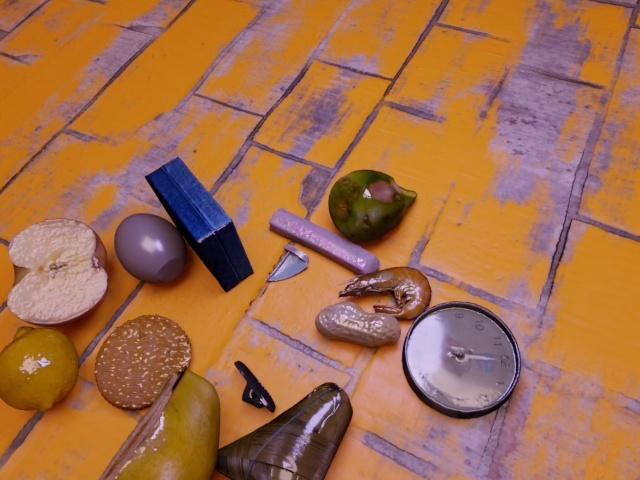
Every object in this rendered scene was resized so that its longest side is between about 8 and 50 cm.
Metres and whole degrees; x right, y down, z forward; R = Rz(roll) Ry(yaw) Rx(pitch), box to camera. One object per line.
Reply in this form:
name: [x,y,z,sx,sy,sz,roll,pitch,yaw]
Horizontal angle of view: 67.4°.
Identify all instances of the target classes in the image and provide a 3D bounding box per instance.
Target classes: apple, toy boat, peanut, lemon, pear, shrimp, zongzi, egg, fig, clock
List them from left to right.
lemon: [-0.689,0.309,1.170,0.187,0.187,0.244,-33,56,-13]
apple: [-0.692,0.101,1.306,0.251,0.163,0.293,-8,70,-11]
egg: [-0.472,0.017,1.322,0.232,0.176,0.176,33,68,30]
pear: [-0.328,0.473,0.983,0.191,0.340,0.386,40,60,-8]
zongzi: [-0.102,0.432,1.072,0.300,0.138,0.286,6,49,33]
toy boat: [-0.094,0.077,1.332,0.096,0.034,0.122,30,76,22]
peanut: [0.093,0.209,1.190,0.214,0.090,0.098,12,63,12]
fig: [0.166,-0.100,1.338,0.275,0.206,0.206,-7,51,-38]
shrimp: [0.168,0.135,1.240,0.249,0.068,0.150,-2,57,-3]
clock: [0.334,0.276,1.142,0.280,0.055,0.280,-3,59,5]

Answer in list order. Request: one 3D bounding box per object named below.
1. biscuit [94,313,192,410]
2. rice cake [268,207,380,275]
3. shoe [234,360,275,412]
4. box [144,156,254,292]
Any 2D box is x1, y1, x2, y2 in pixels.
biscuit: [-0.453,0.308,1.226,0.254,0.035,0.254,-2,59,4]
rice cake: [0.000,0.000,1.348,0.365,0.056,0.072,28,64,21]
shoe: [-0.169,0.360,1.151,0.053,0.062,0.159,-41,63,-3]
box: [-0.315,-0.039,1.286,0.116,0.261,0.279,-34,61,-16]
